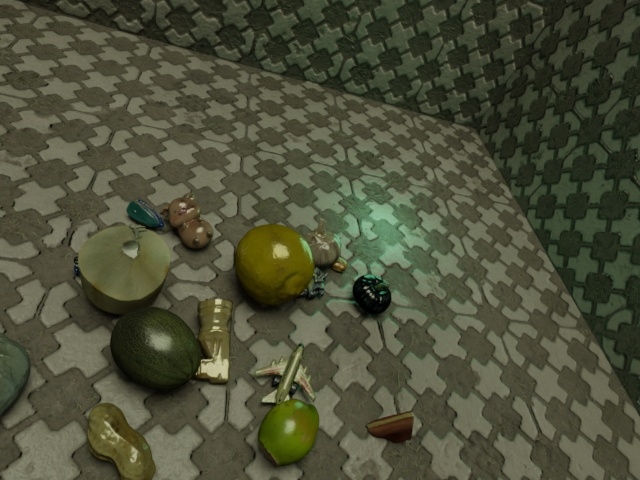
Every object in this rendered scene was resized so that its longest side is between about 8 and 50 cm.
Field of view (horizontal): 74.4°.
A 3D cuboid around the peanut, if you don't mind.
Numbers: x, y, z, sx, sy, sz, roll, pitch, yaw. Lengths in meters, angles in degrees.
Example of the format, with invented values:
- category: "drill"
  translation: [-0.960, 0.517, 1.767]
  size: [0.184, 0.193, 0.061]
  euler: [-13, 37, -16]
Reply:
- category: "peanut"
  translation: [-0.588, 0.598, 1.229]
  size: [0.274, 0.111, 0.125]
  euler: [40, 50, 15]

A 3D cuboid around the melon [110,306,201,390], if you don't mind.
- category: "melon"
  translation: [-0.537, 0.356, 1.388]
  size: [0.301, 0.238, 0.237]
  euler: [35, 44, 9]

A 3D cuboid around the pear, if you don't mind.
- category: "pear"
  translation: [-0.098, 0.617, 1.383]
  size: [0.187, 0.188, 0.219]
  euler: [42, 57, 16]

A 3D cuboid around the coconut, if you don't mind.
- category: "coconut"
  translation: [-0.696, 0.101, 1.505]
  size: [0.322, 0.323, 0.323]
  euler: [13, 45, -13]

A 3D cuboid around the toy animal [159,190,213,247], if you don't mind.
- category: "toy animal"
  translation: [-0.570, -0.081, 1.849]
  size: [0.166, 0.154, 0.250]
  euler: [-30, 83, -30]

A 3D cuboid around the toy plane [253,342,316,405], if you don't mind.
- category: "toy plane"
  translation: [-0.115, 0.494, 1.551]
  size: [0.241, 0.104, 0.256]
  euler: [23, 44, 1]

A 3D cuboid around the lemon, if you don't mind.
- category: "lemon"
  translation: [-0.191, 0.093, 1.738]
  size: [0.347, 0.348, 0.348]
  euler: [13, 45, -13]

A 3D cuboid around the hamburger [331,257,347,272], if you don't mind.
- category: "hamburger"
  translation: [0.090, 0.115, 2.046]
  size: [0.083, 0.044, 0.076]
  euler: [19, 42, -3]

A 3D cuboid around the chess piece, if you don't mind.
- category: "chess piece"
  translation: [-0.389, 0.371, 1.547]
  size: [0.137, 0.137, 0.301]
  euler: [5, 58, -21]

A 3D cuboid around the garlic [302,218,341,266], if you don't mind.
- category: "garlic"
  translation: [0.000, 0.000, 1.984]
  size: [0.218, 0.212, 0.219]
  euler: [3, 35, -2]

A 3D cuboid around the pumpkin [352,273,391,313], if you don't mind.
- category: "pumpkin"
  translation: [0.234, 0.244, 1.926]
  size: [0.194, 0.150, 0.194]
  euler: [5, 28, -3]

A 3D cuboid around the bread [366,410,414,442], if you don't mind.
- category: "bread"
  translation: [0.276, 0.684, 1.547]
  size: [0.119, 0.192, 0.067]
  euler: [52, 29, -28]

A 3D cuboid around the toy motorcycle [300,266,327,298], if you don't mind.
- category: "toy motorcycle"
  translation: [-0.029, 0.201, 1.898]
  size: [0.124, 0.061, 0.193]
  euler: [33, 46, 9]

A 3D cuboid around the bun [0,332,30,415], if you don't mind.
- category: "bun"
  translation: [-1.027, 0.381, 1.172]
  size: [0.354, 0.194, 0.355]
  euler: [13, 43, -12]

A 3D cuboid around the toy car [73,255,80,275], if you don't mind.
- category: "toy car"
  translation: [-0.858, 0.075, 1.621]
  size: [0.070, 0.080, 0.170]
  euler: [39, 44, 11]

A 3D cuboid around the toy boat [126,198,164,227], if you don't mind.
- category: "toy boat"
  translation: [-0.751, -0.112, 1.857]
  size: [0.175, 0.091, 0.110]
  euler: [35, 17, 4]
